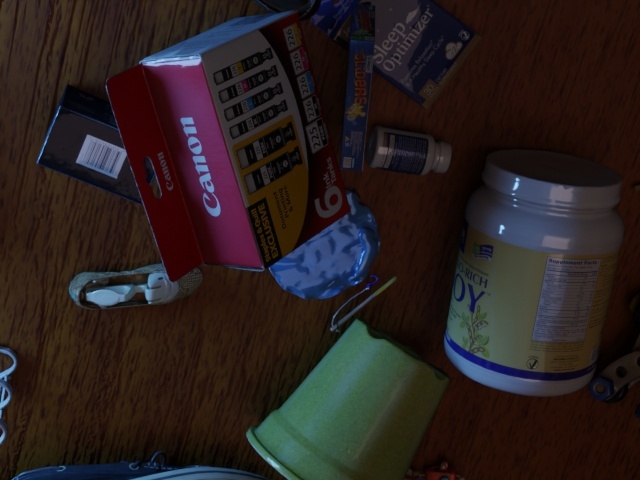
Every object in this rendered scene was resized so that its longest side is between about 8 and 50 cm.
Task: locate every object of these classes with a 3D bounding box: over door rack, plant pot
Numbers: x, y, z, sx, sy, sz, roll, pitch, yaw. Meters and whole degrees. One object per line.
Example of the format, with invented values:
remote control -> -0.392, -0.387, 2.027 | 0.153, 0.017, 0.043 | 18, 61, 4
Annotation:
over door rack -> -0.605, 0.295, 1.653 | 0.324, 0.239, 0.108 | -36, 113, 4
plant pot -> 0.067, 0.274, 1.757 | 0.276, 0.276, 0.254 | 33, 90, -18

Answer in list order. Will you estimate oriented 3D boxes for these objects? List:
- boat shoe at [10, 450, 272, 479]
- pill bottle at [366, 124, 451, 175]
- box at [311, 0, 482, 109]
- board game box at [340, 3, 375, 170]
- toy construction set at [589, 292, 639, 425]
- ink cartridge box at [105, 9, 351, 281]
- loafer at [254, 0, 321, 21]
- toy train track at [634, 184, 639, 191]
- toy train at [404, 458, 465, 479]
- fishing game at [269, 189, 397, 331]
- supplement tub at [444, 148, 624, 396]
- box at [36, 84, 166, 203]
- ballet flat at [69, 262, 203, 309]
boat shoe -> -0.287, 0.437, 1.806 | 0.500, 0.156, 0.186 | 2, 105, -22
pill bottle -> 0.136, -0.135, 1.703 | 0.120, 0.067, 0.067 | 8, 108, -11
box -> 0.112, -0.313, 1.653 | 0.225, 0.036, 0.136 | 33, 102, -17
board game box -> 0.053, -0.219, 1.594 | 0.035, 0.136, 0.201 | 4, 124, 0
toy construction set -> 0.626, 0.200, 1.840 | 0.309, 0.257, 0.237 | 16, 95, -35
ink cartridge box -> -0.119, -0.125, 1.532 | 0.272, 0.130, 0.309 | -35, 118, -42
loafer -> -0.094, -0.377, 1.535 | 0.220, 0.078, 0.080 | 35, 105, -15
toy train track -> 0.532, -0.076, 1.815 | 0.048, 0.014, 0.083 | -14, 117, -11
toy train -> 0.174, 0.403, 1.872 | 0.125, 0.166, 0.046 | 3, 100, 16
fishing game -> 0.000, 0.000, 1.748 | 0.189, 0.041, 0.264 | -43, 105, 0
supplement tub -> 0.329, 0.045, 1.706 | 0.241, 0.241, 0.331 | 3, 109, -10
box -> -0.309, -0.139, 1.584 | 0.156, 0.158, 0.093 | 22, 104, -15
ballet flat -> -0.284, 0.078, 1.716 | 0.206, 0.067, 0.073 | -8, 111, -6
